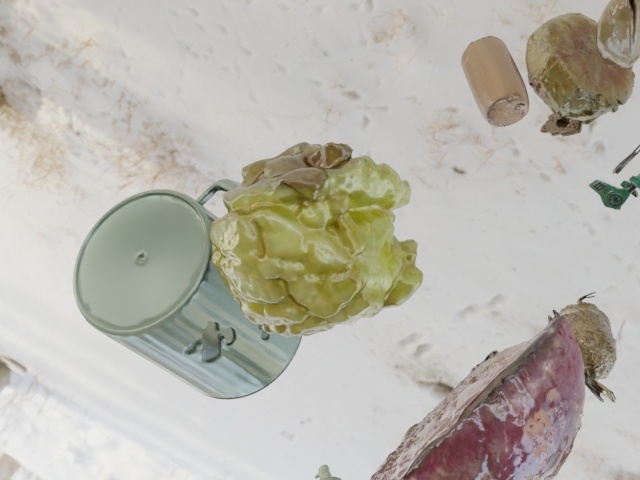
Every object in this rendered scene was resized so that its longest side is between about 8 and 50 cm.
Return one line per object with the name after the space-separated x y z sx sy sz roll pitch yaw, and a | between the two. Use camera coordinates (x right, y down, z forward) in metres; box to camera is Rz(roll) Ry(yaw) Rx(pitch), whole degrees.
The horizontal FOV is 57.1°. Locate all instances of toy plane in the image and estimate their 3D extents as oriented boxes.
0.867 -0.216 1.477 0.155 0.382 0.106 46 -171 13 | toy plane

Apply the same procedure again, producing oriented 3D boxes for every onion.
0.136 0.203 0.529 0.111 0.247 0.250 44 161 12 | onion

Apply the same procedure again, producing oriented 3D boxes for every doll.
0.463 0.190 1.039 0.105 0.221 0.115 4 125 20 | doll

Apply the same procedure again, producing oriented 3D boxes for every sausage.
0.430 -0.383 1.444 0.123 0.253 0.123 -2 140 -2 | sausage

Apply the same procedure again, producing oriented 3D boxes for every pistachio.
0.644 -0.450 1.245 0.108 0.126 0.185 -4 145 22 | pistachio

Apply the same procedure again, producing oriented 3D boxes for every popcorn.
-0.004 -0.008 0.773 0.293 0.293 0.237 -11 107 43 | popcorn

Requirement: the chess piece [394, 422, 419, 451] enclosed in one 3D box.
0.057 0.420 0.759 0.117 0.117 0.397 30 107 -1 | chess piece

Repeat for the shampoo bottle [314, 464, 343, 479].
0.032 0.627 1.328 0.085 0.262 0.085 -6 126 -8 | shampoo bottle

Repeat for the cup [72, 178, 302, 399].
-0.223 0.069 1.122 0.310 0.401 0.392 0 155 19 | cup

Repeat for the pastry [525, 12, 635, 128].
0.705 -0.466 1.595 0.329 0.330 0.136 34 151 -5 | pastry

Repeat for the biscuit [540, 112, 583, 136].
0.689 -0.328 1.656 0.119 0.130 0.019 -38 124 9 | biscuit
